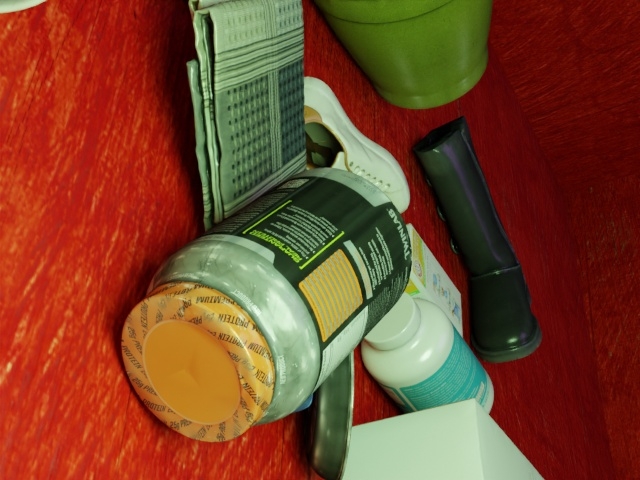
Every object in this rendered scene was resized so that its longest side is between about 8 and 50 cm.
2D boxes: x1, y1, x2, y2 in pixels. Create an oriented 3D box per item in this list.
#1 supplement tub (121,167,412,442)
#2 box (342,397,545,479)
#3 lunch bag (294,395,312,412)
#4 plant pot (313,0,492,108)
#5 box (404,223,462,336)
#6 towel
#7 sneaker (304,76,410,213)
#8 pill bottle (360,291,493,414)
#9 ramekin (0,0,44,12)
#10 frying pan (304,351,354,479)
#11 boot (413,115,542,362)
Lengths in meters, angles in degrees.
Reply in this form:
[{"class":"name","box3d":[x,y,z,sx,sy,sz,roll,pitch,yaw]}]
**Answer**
[{"class":"supplement tub","box3d":[-0.047,0.059,0.967,0.316,0.193,0.194,-37,109,-54]},{"class":"box","box3d":[0.178,0.378,1.266,0.345,0.215,0.168,49,31,-45]},{"class":"lunch bag","box3d":[-0.047,0.154,1.100,0.065,0.067,0.098,53,28,-40]},{"class":"plant pot","box3d":[0.166,-0.443,1.732,0.353,0.366,0.367,63,21,-51]},{"class":"box","box3d":[0.138,0.084,1.518,0.203,0.114,0.103,51,31,-40]},{"class":"towel","box3d":[-0.087,-0.152,1.167,0.324,0.056,0.312,-47,139,-66]},{"class":"sneaker","box3d":[0.034,-0.110,1.454,0.290,0.105,0.123,44,38,-31]},{"class":"pill bottle","box3d":[0.156,0.187,1.443,0.264,0.146,0.146,52,30,-41]},{"class":"ramekin","box3d":[-0.271,-0.297,0.748,0.207,0.207,0.109,57,18,-33]},{"class":"frying pan","box3d":[0.011,0.149,1.179,0.197,0.053,0.326,101,-10,-46]},{"class":"boot","box3d":[0.325,-0.010,1.971,0.367,0.146,0.445,-72,143,-70]}]
